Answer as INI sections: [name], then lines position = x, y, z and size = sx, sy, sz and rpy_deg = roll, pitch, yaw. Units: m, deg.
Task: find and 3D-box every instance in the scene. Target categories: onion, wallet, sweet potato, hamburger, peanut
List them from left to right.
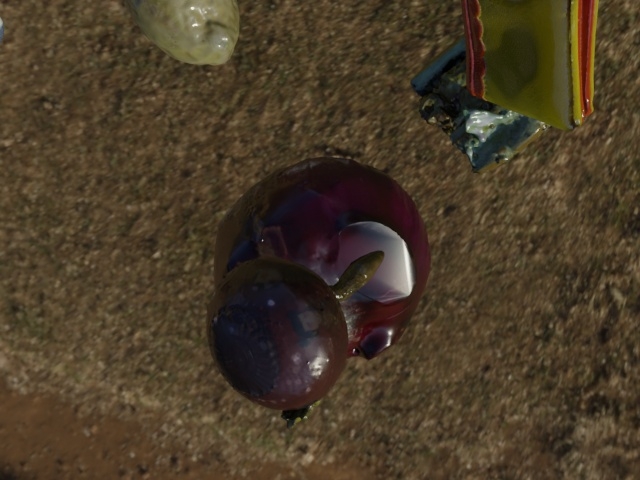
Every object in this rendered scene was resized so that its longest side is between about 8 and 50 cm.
[peanut]
position = -0.148, -0.237, 0.825
size = 0.214, 0.090, 0.098
rpy_deg = 51, 146, 6
[onion]
position = 0.000, 0.000, 1.710
size = 0.399, 0.420, 0.398
rpy_deg = -2, 127, -3
[sweet potato]
position = 0.040, 0.057, 1.363
size = 0.041, 0.153, 0.038
rpy_deg = 53, 145, 10
[hamburger]
position = 0.254, -0.222, 1.298
size = 0.192, 0.288, 0.167
rpy_deg = -34, 97, 41
[wallet]
position = 0.189, -0.223, 0.912
size = 0.141, 0.067, 0.241
rpy_deg = 25, 144, 35

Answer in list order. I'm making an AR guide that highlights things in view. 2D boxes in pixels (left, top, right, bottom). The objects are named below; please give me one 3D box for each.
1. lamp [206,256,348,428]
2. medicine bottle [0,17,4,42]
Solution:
[lamp]
position = -0.037, 0.090, 0.975
size = 0.156, 0.135, 0.157
rpy_deg = 44, 132, 17
[medicine bottle]
position = -0.447, -0.294, 1.125
size = 0.183, 0.086, 0.086
rpy_deg = 53, 123, 24
